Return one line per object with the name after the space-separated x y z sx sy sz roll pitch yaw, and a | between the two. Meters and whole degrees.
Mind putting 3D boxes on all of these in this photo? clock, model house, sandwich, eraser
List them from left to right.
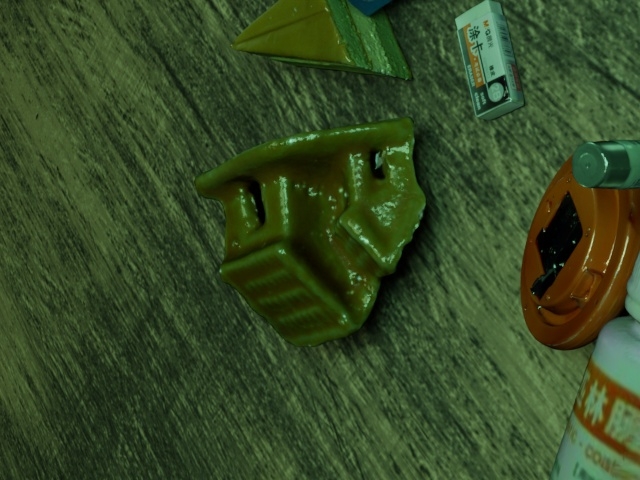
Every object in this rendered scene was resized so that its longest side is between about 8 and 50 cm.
-0.005 -0.220 1.286 0.187 0.117 0.144 -32 63 40 | sandwich
0.003 -0.003 1.228 0.268 0.173 0.239 -21 72 47 | model house
0.185 -0.197 1.149 0.052 0.029 0.122 -24 71 43 | eraser
0.246 0.004 1.000 0.205 0.051 0.205 -164 90 -76 | clock

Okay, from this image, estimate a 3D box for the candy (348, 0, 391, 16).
0.047 -0.435 1.228 0.157 0.100 0.306 -30 67 21 | candy

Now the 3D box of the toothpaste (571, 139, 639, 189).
0.301 -0.064 0.867 0.062 0.239 0.039 16 106 54 | toothpaste

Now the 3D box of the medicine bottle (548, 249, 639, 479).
0.315 0.167 0.857 0.219 0.219 0.388 29 109 43 | medicine bottle

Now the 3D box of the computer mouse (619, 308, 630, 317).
0.309 0.079 0.994 0.079 0.047 0.135 -43 61 38 | computer mouse
